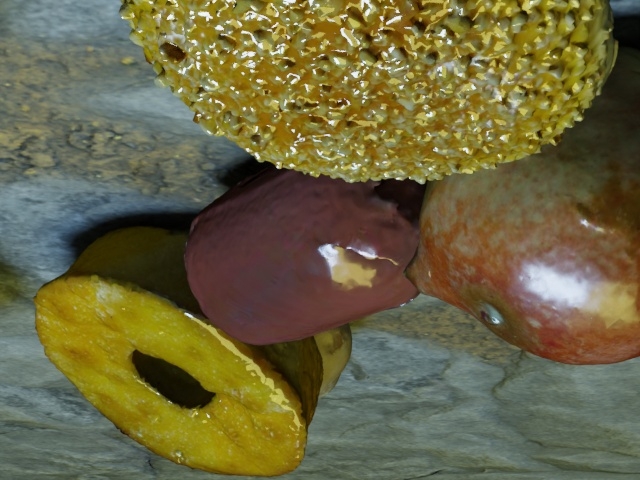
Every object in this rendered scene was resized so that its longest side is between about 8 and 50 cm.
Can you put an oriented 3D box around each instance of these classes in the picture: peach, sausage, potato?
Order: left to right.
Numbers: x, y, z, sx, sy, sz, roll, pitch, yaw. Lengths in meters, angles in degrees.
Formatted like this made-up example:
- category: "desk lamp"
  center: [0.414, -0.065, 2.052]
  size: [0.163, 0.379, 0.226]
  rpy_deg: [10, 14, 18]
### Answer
- category: "potato"
  center: [-0.029, 0.116, 1.745]
  size: [0.118, 0.109, 0.178]
  rpy_deg: [30, 155, -4]
- category: "sausage"
  center: [0.000, 0.000, 1.372]
  size: [0.152, 0.152, 0.279]
  rpy_deg: [19, 153, -38]
- category: "peach"
  center: [0.178, -0.015, 1.199]
  size: [0.256, 0.232, 0.232]
  rpy_deg: [-31, 147, 20]

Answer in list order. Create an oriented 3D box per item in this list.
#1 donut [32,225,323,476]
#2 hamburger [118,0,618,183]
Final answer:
- category: "donut"
  center: [-0.126, 0.103, 1.599]
  size: [0.303, 0.110, 0.303]
  rpy_deg: [21, 147, 15]
- category: "hamburger"
  center: [0.030, -0.146, 0.961]
  size: [0.302, 0.170, 0.302]
  rpy_deg: [1, 158, 1]
